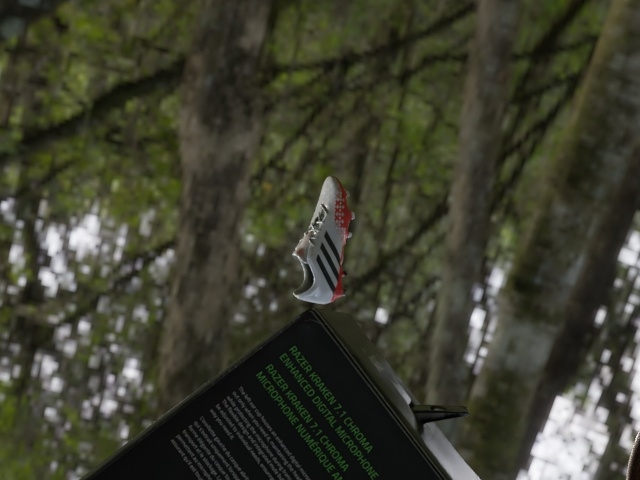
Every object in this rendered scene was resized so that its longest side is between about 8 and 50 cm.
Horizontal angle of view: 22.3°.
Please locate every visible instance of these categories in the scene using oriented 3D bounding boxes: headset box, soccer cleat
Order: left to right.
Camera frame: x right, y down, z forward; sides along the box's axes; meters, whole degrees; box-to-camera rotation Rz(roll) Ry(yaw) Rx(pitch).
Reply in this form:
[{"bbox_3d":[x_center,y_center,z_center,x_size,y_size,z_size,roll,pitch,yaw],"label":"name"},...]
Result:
[{"bbox_3d":[-0.050,0.155,0.798,0.131,0.283,0.246,52,-179,5],"label":"headset box"},{"bbox_3d":[0.000,0.000,1.044,0.036,0.083,0.029,0,-171,-24],"label":"soccer cleat"}]

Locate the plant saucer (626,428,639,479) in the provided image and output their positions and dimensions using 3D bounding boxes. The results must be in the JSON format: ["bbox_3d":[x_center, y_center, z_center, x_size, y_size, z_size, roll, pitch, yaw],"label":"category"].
[{"bbox_3d":[0.280,0.177,1.034,0.036,0.198,0.198,-3,-151,-37],"label":"plant saucer"}]
